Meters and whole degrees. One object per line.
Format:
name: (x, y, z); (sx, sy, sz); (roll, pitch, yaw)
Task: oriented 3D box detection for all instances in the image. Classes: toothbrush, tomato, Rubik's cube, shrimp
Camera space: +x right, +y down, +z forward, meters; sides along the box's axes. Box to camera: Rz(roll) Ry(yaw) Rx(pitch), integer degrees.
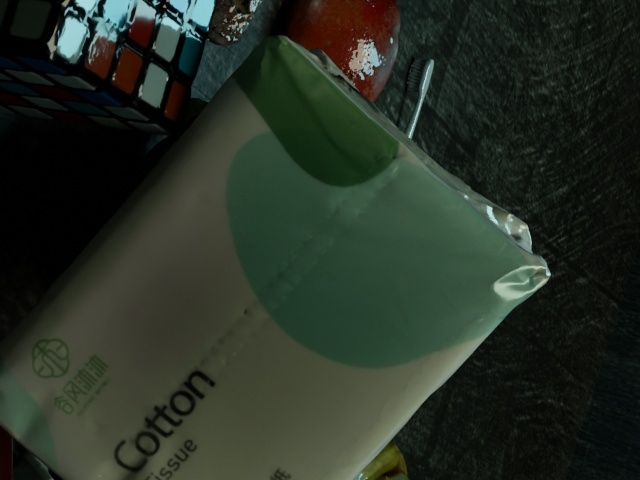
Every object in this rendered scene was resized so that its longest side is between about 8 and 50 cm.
toothbrush: (0.087, -0.080, 2.172); (0.020, 0.025, 0.286); (4, 101, -69)
tomato: (0.031, -0.189, 1.877); (0.189, 0.099, 0.173); (2, 100, -68)
Rubik's cube: (-0.189, -0.190, 1.259); (0.182, 0.184, 0.187); (32, 72, -63)
shrimp: (-0.065, -0.255, 1.666); (0.073, 0.075, 0.190); (44, 47, -28)

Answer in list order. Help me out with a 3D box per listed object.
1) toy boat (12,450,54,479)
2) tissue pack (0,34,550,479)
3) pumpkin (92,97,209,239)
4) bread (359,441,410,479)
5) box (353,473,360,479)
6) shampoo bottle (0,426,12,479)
toy boat: (-0.187, 0.287, 1.622); (0.141, 0.141, 0.269); (-64, 149, -23)
tissue pack: (-0.041, 0.057, 1.346); (0.356, 0.266, 0.194); (-48, 180, 6)
pumpkin: (-0.069, -0.026, 1.592); (0.296, 0.296, 0.296); (-45, 143, -49)
bread: (-0.059, 0.372, 1.912); (0.370, 0.191, 0.314); (-32, 137, -51)
box: (-0.060, 0.224, 1.600); (0.130, 0.162, 0.227); (57, 22, -15)
shampoo bottle: (-0.285, 0.204, 1.447); (0.102, 0.064, 0.260); (-35, 135, -56)
